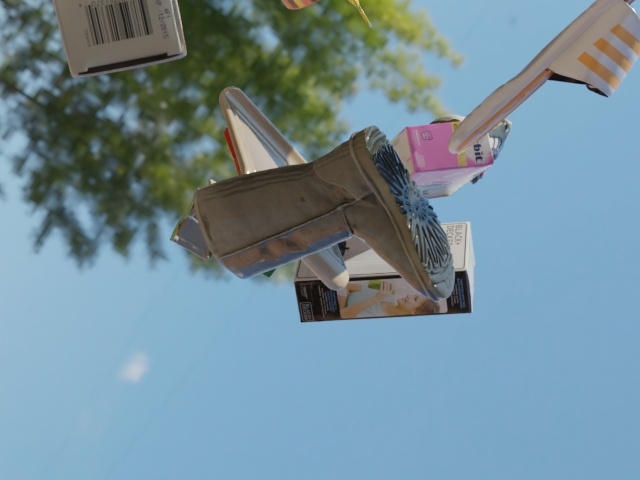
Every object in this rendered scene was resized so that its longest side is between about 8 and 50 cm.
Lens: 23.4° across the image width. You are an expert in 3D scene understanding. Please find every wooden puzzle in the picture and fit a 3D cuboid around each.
[{"bbox_3d":[-0.054,-0.066,2.000,0.044,0.221,0.238,-34,-146,15],"label":"wooden puzzle"}]

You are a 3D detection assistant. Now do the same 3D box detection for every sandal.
[{"bbox_3d":[0.239,-0.155,1.468,0.265,0.076,0.102,-42,176,12],"label":"sandal"}]

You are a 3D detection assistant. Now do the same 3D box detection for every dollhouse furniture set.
[{"bbox_3d":[-0.103,-0.016,1.649,0.076,0.152,0.058,-54,-135,5],"label":"dollhouse furniture set"}]

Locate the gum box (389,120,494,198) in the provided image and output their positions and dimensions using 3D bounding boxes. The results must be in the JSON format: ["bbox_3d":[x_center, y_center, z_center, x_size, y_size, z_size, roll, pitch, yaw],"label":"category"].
[{"bbox_3d":[0.138,-0.098,1.999,0.188,0.107,0.062,139,-58,-71],"label":"gum box"}]

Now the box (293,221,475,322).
[{"bbox_3d":[0.111,0.052,2.585,0.290,0.087,0.169,-3,-151,10],"label":"box"}]

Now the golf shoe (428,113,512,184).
[{"bbox_3d":[0.253,-0.181,2.568,0.120,0.105,0.273,-45,170,2],"label":"golf shoe"}]

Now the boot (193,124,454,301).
[{"bbox_3d":[0.001,0.000,1.440,0.209,0.189,0.076,-25,-173,28],"label":"boot"}]

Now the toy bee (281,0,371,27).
[{"bbox_3d":[0.040,-0.412,2.238,0.298,0.195,0.162,-44,-163,34],"label":"toy bee"}]

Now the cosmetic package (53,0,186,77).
[{"bbox_3d":[-0.267,-0.290,2.008,0.153,0.129,0.296,-12,-169,-6],"label":"cosmetic package"}]
